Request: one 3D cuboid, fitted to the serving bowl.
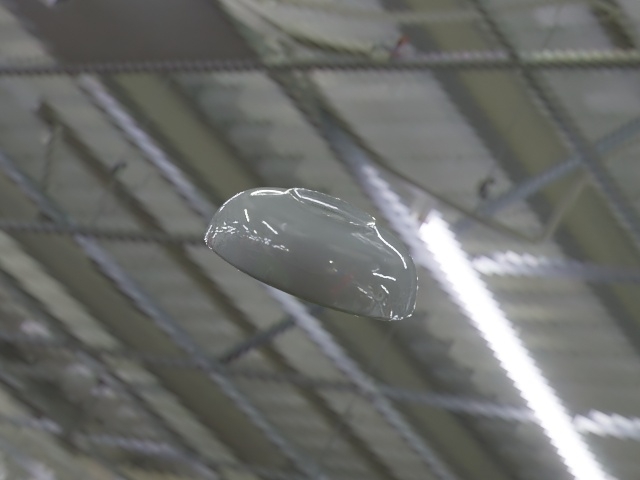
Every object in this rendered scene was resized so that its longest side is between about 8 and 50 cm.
[{"bbox_3d":[0.000,0.000,0.684,0.083,0.027,0.083,20,13,-5],"label":"serving bowl"}]
